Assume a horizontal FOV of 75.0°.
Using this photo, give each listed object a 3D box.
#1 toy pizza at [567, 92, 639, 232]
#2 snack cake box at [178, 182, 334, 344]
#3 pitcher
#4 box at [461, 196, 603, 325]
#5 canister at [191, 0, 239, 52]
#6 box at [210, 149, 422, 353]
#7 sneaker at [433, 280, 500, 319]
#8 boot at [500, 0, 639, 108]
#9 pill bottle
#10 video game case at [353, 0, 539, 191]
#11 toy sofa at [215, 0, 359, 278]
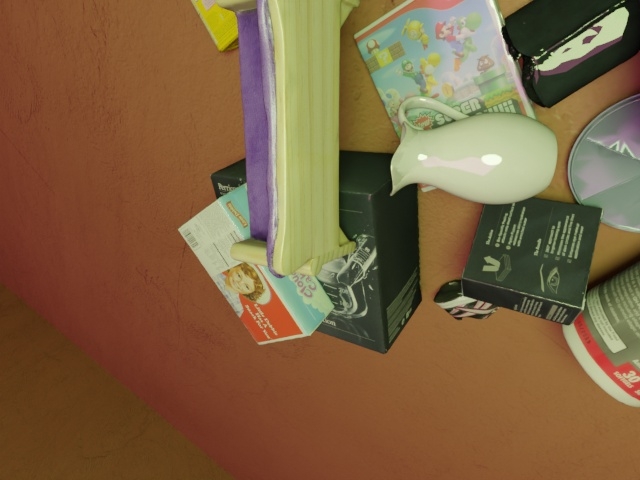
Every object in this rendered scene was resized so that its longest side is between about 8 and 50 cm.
[{"bbox_3d":[0.446,-0.102,0.554,0.202,0.032,0.201,18,128,24],"label":"toy pizza"},{"bbox_3d":[-0.112,0.047,0.730,0.152,0.089,0.264,-23,102,43],"label":"snack cake box"},{"bbox_3d":[0.209,-0.139,0.596,0.208,0.177,0.125,4,155,10],"label":"pitcher"},{"bbox_3d":[0.312,0.023,0.627,0.159,0.155,0.093,15,161,25],"label":"box"},{"bbox_3d":[-0.173,-0.435,0.721,0.126,0.073,0.169,-16,110,40],"label":"canister"},{"bbox_3d":[0.000,0.000,0.802,0.344,0.179,0.312,11,123,33],"label":"box"},{"bbox_3d":[0.306,0.105,0.770,0.077,0.072,0.178,48,142,-18],"label":"sneaker"},{"bbox_3d":[0.360,-0.218,0.489,0.207,0.094,0.246,-33,91,39],"label":"boot"},{"bbox_3d":[0.503,0.080,0.535,0.176,0.176,0.318,41,133,4],"label":"pill bottle"},{"bbox_3d":[0.196,-0.230,0.642,0.204,0.025,0.285,-16,109,39],"label":"video game case"},{"bbox_3d":[-0.057,-0.141,0.540,0.150,0.177,0.361,9,107,34],"label":"toy sofa"}]
